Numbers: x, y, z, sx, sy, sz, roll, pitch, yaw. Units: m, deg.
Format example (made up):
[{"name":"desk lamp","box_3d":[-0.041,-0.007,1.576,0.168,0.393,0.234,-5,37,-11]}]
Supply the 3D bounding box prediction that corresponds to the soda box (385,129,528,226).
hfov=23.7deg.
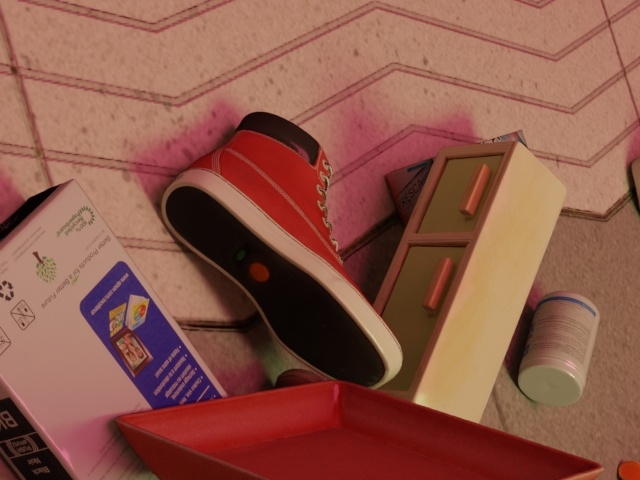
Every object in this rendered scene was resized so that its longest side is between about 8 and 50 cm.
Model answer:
[{"name":"soda box","box_3d":[0.146,-0.065,1.549,0.183,0.063,0.058,-21,92,-51]}]

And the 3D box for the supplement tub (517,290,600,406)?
[{"name":"supplement tub","box_3d":[0.250,0.112,1.596,0.071,0.071,0.107,48,44,-26]}]

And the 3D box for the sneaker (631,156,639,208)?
[{"name":"sneaker","box_3d":[0.545,-0.072,1.959,0.350,0.148,0.131,-6,80,-51]}]

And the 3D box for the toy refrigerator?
[{"name":"toy refrigerator","box_3d":[0.119,0.044,1.387,0.094,0.102,0.269,39,65,-34]}]

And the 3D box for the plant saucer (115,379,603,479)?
[{"name":"plant saucer","box_3d":[0.028,0.165,1.092,0.258,0.259,0.047,-3,104,-50]}]

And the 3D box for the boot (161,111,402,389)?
[{"name":"boot","box_3d":[0.000,0.000,1.301,0.244,0.088,0.176,46,39,-3]}]

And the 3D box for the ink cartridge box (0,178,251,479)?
[{"name":"ink cartridge box","box_3d":[-0.146,0.134,1.120,0.332,0.065,0.165,56,40,-16]}]

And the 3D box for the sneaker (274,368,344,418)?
[{"name":"sneaker","box_3d":[0.005,0.199,1.272,0.071,0.066,0.188,-37,104,-49]}]

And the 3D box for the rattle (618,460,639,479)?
[{"name":"rattle","box_3d":[0.406,0.334,1.644,0.130,0.143,0.199,-12,91,-33]}]
